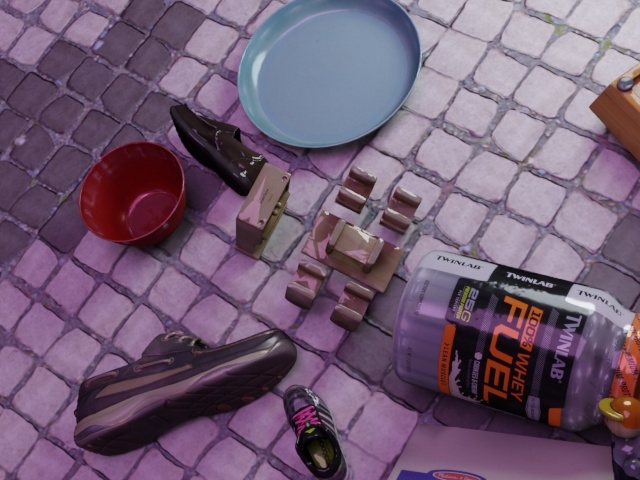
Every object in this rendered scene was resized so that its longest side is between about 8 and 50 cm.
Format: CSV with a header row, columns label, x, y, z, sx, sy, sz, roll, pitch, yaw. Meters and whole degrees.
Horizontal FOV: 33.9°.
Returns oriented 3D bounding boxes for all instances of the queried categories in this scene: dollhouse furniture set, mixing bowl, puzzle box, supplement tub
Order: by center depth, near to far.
label,x,y,z,sx,sy,sz,roll,pitch,yaw
puzzle box,0.266,0.340,1.268,0.409,0.052,0.272,3,28,26
supplement tub,0.270,0.137,1.395,0.316,0.193,0.194,13,70,22
dollhouse furniture set,0.000,0.000,1.600,0.242,0.161,0.212,27,74,3
mixing bowl,-0.291,-0.059,1.710,0.181,0.098,0.181,-7,63,13

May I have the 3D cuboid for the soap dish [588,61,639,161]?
label,x,y,z,sx,sy,sz,roll,pitch,yaw
soap dish,0.564,-0.172,1.498,0.229,0.118,0.291,-35,62,-2

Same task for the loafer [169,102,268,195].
label,x,y,z,sx,sy,sz,roll,pitch,yaw
loafer,-0.166,-0.160,1.742,0.078,0.080,0.220,-40,66,-15

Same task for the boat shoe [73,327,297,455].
label,x,y,z,sx,sy,sz,roll,pitch,yaw
boat shoe,-0.211,0.195,1.547,0.355,0.132,0.130,-22,61,4

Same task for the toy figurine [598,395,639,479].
label,x,y,z,sx,sy,sz,roll,pitch,yaw
toy figurine,0.448,0.227,1.203,0.209,0.148,0.213,-22,28,-25

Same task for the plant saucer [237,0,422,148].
label,x,y,z,sx,sy,sz,roll,pitch,yaw
plant saucer,0.016,-0.284,1.759,0.317,0.044,0.318,-7,63,13

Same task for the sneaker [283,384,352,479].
label,x,y,z,sx,sy,sz,roll,pitch,yaw
sneaker,-0.009,0.271,1.481,0.063,0.075,0.170,-28,60,2
